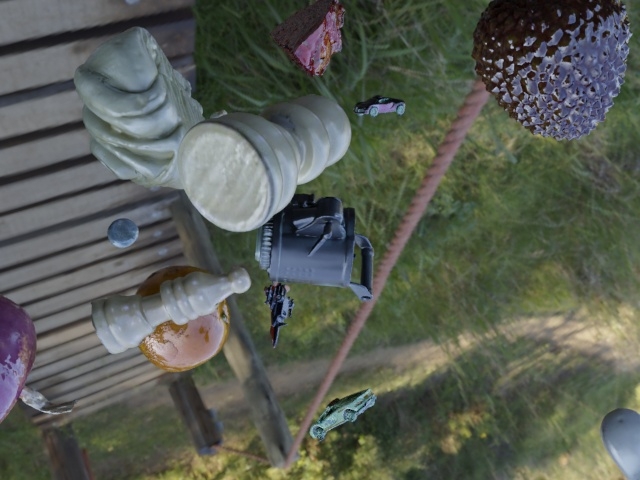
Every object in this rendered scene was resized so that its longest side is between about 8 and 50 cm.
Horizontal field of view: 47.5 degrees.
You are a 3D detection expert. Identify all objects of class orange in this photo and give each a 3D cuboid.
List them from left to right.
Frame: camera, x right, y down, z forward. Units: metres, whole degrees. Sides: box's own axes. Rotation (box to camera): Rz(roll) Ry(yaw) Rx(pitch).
[{"bbox_3d":[-0.317,0.174,1.658,0.239,0.240,0.240,-24,154,-12],"label":"orange"}]

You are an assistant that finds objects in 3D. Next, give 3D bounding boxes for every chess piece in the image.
[{"bbox_3d":[-0.289,0.122,1.465,0.307,0.124,0.139,-20,131,-2],"label":"chess piece"},{"bbox_3d":[-0.062,-0.138,1.106,0.167,0.167,0.299,-50,172,37],"label":"chess piece"}]

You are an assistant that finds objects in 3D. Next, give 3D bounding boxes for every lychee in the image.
[{"bbox_3d":[0.385,-0.294,1.203,0.271,0.271,0.271,-24,154,-12],"label":"lychee"}]

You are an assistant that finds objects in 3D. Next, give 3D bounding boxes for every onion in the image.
[{"bbox_3d":[-0.782,0.307,1.622,0.358,0.358,0.345,-26,113,-7],"label":"onion"}]

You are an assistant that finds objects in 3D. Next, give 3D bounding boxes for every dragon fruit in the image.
[{"bbox_3d":[-0.001,-0.294,1.055,0.106,0.162,0.083,-43,114,4],"label":"dragon fruit"}]

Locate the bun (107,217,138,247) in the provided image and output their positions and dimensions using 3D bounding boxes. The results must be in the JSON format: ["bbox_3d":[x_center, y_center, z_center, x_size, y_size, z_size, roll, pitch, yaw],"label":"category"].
[{"bbox_3d":[-0.504,-0.018,1.851,0.083,0.083,0.045,-12,162,-33],"label":"bun"}]

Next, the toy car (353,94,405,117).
[{"bbox_3d":[0.149,-0.342,1.845,0.142,0.069,0.055,-11,108,-29],"label":"toy car"}]

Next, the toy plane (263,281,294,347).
[{"bbox_3d":[-0.110,0.191,1.928,0.061,0.189,0.130,-20,145,25],"label":"toy plane"}]

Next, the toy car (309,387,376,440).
[{"bbox_3d":[0.040,0.369,1.557,0.186,0.058,0.093,-40,171,37],"label":"toy car"}]

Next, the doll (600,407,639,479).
[{"bbox_3d":[0.561,0.487,1.099,0.187,0.366,0.376,-41,119,20],"label":"doll"}]

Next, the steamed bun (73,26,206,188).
[{"bbox_3d":[-0.396,-0.261,1.590,0.247,0.339,0.352,-26,168,10],"label":"steamed bun"}]

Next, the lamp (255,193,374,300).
[{"bbox_3d":[-0.030,0.014,1.843,0.272,0.205,0.374,-4,151,15],"label":"lamp"}]

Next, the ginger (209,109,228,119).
[{"bbox_3d":[-0.254,-0.234,1.757,0.089,0.075,0.288,-55,-173,-21],"label":"ginger"}]
